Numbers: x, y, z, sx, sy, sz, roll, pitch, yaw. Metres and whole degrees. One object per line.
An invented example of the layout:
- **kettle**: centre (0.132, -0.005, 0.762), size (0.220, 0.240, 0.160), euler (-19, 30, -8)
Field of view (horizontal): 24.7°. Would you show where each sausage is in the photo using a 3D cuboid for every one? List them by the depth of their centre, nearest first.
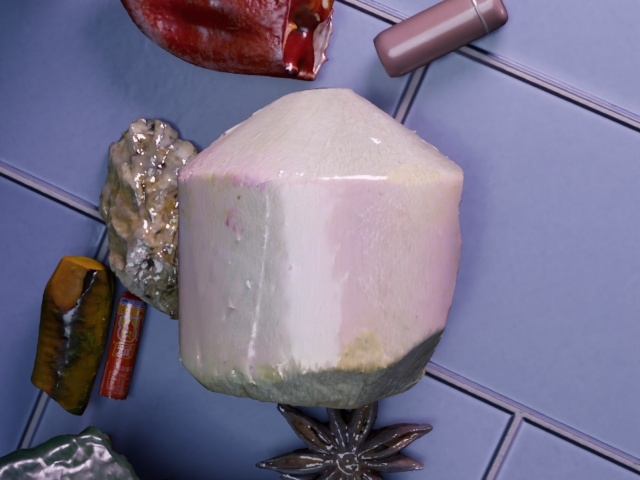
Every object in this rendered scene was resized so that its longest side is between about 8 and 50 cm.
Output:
- **sausage**: centre (-0.221, 0.114, 1.647), size (0.034, 0.034, 0.130), euler (15, 98, 9)

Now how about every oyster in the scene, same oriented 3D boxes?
- **oyster**: centre (-0.192, -0.029, 1.609), size (0.132, 0.072, 0.209), euler (15, 96, 6)

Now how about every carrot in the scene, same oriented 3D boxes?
- **carrot**: centre (-0.278, 0.104, 1.633), size (0.082, 0.082, 0.173), euler (17, 97, 9)

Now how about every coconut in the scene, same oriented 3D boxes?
- **coconut**: centre (0.000, 0.000, 1.476), size (0.297, 0.297, 0.310), euler (6, 94, 10)

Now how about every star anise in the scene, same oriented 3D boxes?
- **star anise**: centre (0.037, 0.238, 1.597), size (0.182, 0.065, 0.195), euler (-38, 84, 7)

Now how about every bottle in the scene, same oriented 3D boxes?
- **bottle**: centre (0.126, -0.222, 1.536), size (0.140, 0.053, 0.053), euler (-25, 91, 13)

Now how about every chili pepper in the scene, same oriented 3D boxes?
- **chili pepper**: centre (-0.111, -0.248, 1.564), size (0.252, 0.136, 0.144), euler (8, 142, 20)

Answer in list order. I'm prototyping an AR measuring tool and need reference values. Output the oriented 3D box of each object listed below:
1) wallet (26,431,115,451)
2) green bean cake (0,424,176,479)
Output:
- **wallet**: centre (-0.271, 0.303, 1.673), size (0.110, 0.039, 0.155), euler (-13, 93, 15)
- **green bean cake**: centre (-0.193, 0.342, 1.546), size (0.307, 0.169, 0.300), euler (-18, 76, -26)
